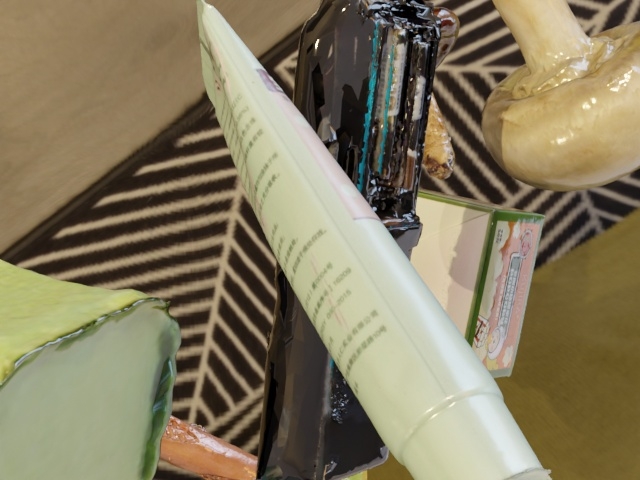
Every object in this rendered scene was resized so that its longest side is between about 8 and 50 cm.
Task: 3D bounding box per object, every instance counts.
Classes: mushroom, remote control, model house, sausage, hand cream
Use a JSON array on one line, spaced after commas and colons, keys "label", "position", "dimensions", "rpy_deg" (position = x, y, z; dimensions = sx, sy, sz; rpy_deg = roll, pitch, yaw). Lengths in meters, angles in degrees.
[{"label": "mushroom", "position": [0.235, -0.160, 1.094], "dimensions": [0.207, 0.207, 0.215], "rpy_deg": [-31, 100, -4]}, {"label": "remote control", "position": [0.028, 0.005, 0.896], "dimensions": [0.144, 0.062, 0.399], "rpy_deg": [-10, 110, -47]}, {"label": "mushroom", "position": [0.143, -0.193, 1.637], "dimensions": [0.227, 0.148, 0.217], "rpy_deg": [-43, 71, 26]}, {"label": "model house", "position": [-0.202, 0.097, 0.550], "dimensions": [0.189, 0.214, 0.195], "rpy_deg": [22, 122, 22]}, {"label": "sausage", "position": [-0.200, 0.342, 1.889], "dimensions": [0.326, 0.087, 0.079], "rpy_deg": [28, 86, -12]}, {"label": "hand cream", "position": [0.000, 0.000, 0.585], "dimensions": [0.058, 0.085, 0.331], "rpy_deg": [-25, 55, -15]}]

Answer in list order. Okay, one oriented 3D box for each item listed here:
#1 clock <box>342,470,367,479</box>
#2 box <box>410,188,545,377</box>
[{"label": "clock", "position": [-0.008, 0.330, 1.709], "dimensions": [0.143, 0.202, 0.096], "rpy_deg": [-25, 128, 23]}, {"label": "box", "position": [0.134, 0.044, 1.328], "dimensions": [0.177, 0.148, 0.195], "rpy_deg": [14, 96, 33]}]
